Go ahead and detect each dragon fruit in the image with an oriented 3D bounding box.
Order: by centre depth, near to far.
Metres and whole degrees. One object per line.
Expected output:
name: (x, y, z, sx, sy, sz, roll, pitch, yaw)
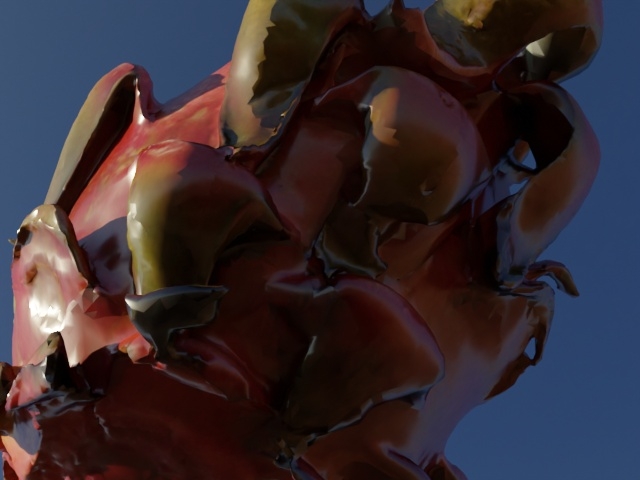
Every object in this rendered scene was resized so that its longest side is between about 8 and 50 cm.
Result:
dragon fruit: (0.002, 0.013, 0.456, 0.307, 0.243, 0.227, -31, -50, 18)
